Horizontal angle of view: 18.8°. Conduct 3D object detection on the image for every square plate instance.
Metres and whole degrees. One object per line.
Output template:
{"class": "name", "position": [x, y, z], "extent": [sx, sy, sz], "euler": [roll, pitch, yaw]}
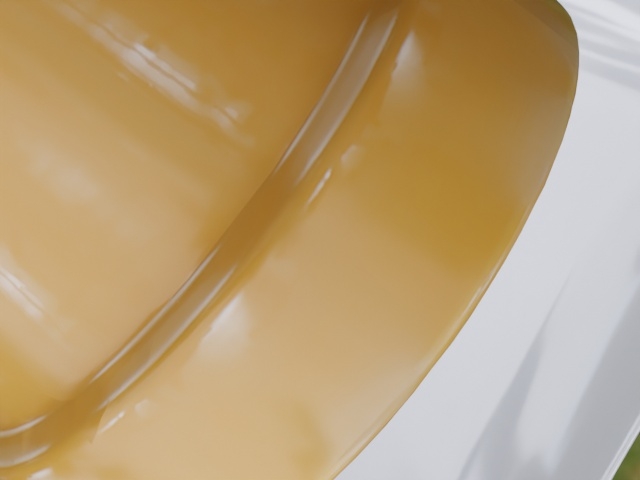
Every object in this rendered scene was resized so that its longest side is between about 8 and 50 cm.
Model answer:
{"class": "square plate", "position": [0.000, 0.000, 0.861], "extent": [0.344, 0.347, 0.049], "euler": [24, -164, -11]}

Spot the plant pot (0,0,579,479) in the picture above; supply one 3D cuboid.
{"class": "plant pot", "position": [-0.067, -0.042, 0.534], "extent": [0.188, 0.205, 0.205], "euler": [37, 155, -17]}
